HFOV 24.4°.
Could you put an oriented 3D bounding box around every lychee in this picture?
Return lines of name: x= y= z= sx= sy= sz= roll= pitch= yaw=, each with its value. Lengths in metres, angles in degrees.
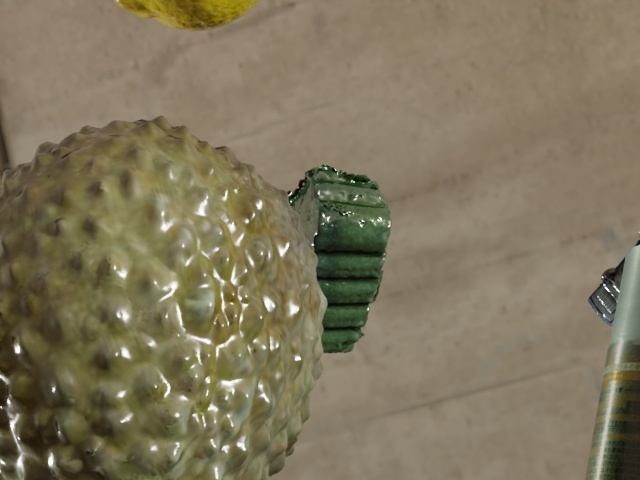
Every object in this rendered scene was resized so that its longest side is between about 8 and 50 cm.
lychee: x=-0.113 y=0.061 z=0.908 sx=0.255 sy=0.274 sz=0.255 roll=-8 pitch=-52 yaw=-10

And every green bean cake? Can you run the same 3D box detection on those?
green bean cake: x=0.000 y=0.000 z=1.605 sx=0.107 sy=0.193 sz=0.208 roll=4 pitch=-52 yaw=-15

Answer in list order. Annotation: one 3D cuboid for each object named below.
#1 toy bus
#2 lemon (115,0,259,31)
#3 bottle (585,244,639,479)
toy bus: x=0.360 y=0.027 z=1.620 sx=0.061 sy=0.051 sz=0.153 roll=-3 pitch=-42 yaw=-46
lemon: x=-0.107 y=-0.282 z=1.331 sx=0.207 sy=0.170 sz=0.170 roll=-56 pitch=-11 yaw=-3
bottle: x=0.215 y=0.144 z=0.960 sx=0.082 sy=0.286 sz=0.082 roll=12 pitch=-16 yaw=4
